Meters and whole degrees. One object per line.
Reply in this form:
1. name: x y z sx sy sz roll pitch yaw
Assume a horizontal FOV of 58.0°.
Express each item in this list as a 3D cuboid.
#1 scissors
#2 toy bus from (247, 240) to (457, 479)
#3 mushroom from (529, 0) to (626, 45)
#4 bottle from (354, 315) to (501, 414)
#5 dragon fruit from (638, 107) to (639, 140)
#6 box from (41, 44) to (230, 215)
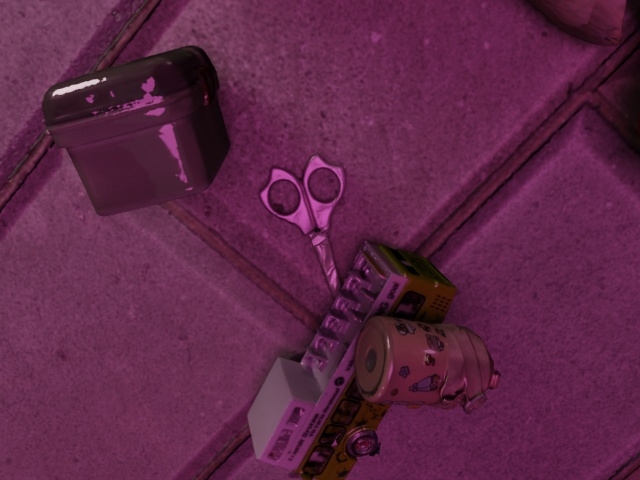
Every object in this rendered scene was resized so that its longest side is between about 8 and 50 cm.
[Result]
1. scissors: 0.000 0.000 0.727 0.111 0.021 0.212 -18 105 2
2. toy bus: 0.034 0.149 0.710 0.139 0.113 0.301 22 105 -24
3. mushroom: 0.235 -0.298 0.608 0.247 0.108 0.096 21 64 -8
4. bottle: 0.121 0.133 0.617 0.152 0.099 0.098 11 106 -18
5. dragon fruit: 0.433 -0.098 0.627 0.219 0.223 0.148 -15 142 -31
6. box: -0.176 -0.121 0.600 0.148 0.210 0.129 -13 113 4
